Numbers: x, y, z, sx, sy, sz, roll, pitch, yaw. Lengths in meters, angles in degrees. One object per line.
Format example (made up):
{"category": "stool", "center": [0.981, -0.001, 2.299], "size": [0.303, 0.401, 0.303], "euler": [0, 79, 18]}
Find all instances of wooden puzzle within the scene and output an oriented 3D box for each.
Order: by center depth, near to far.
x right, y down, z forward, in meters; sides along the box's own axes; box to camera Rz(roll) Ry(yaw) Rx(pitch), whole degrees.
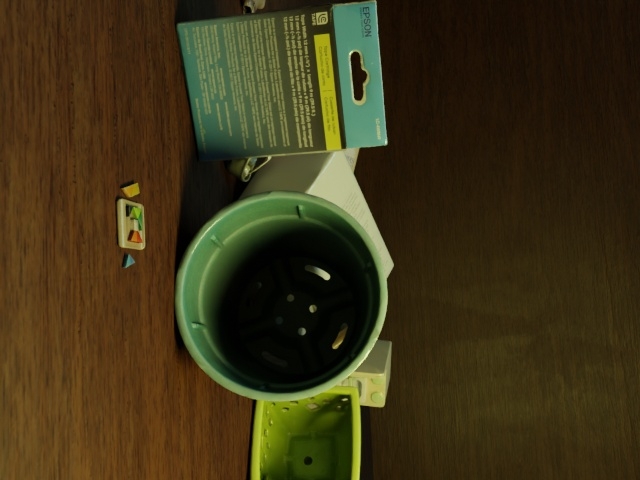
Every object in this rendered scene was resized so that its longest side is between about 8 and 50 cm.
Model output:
{"category": "wooden puzzle", "center": [-0.262, -0.023, 1.010], "size": [0.078, 0.014, 0.116], "euler": [-21, 107, -79]}

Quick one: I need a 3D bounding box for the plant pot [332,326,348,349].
{"category": "plant pot", "center": [0.033, 0.268, 1.680], "size": [0.032, 0.236, 0.236], "euler": [49, -4, 21]}

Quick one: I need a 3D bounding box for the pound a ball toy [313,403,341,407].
{"category": "pound a ball toy", "center": [0.056, 0.543, 2.244], "size": [0.319, 0.136, 0.208], "euler": [-77, 161, -57]}

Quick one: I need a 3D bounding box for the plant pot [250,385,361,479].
{"category": "plant pot", "center": [-0.025, 0.460, 1.592], "size": [0.207, 0.228, 0.227], "euler": [84, 7, -58]}

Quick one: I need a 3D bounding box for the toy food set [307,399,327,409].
{"category": "toy food set", "center": [0.021, 0.424, 2.141], "size": [0.192, 0.133, 0.038], "euler": [-84, -165, -45]}

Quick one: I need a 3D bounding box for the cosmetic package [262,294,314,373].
{"category": "cosmetic package", "center": [-0.088, 0.222, 1.581], "size": [0.237, 0.127, 0.107], "euler": [-86, 168, -45]}

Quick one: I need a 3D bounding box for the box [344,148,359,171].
{"category": "box", "center": [0.011, -0.232, 1.955], "size": [0.148, 0.121, 0.310], "euler": [13, 89, -44]}

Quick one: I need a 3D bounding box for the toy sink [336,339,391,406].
{"category": "toy sink", "center": [0.112, 0.377, 2.022], "size": [0.234, 0.153, 0.131], "euler": [-57, 149, -73]}

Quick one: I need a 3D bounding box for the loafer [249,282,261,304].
{"category": "loafer", "center": [-0.136, 0.107, 1.565], "size": [0.050, 0.056, 0.147], "euler": [12, 57, -58]}

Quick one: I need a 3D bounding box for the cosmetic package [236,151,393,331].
{"category": "cosmetic package", "center": [0.000, 0.000, 1.669], "size": [0.230, 0.162, 0.453], "euler": [-59, 144, -26]}

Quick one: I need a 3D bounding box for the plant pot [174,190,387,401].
{"category": "plant pot", "center": [-0.055, 0.117, 1.313], "size": [0.334, 0.342, 0.340], "euler": [74, 14, -78]}

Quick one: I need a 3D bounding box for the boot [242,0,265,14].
{"category": "boot", "center": [-0.163, -0.563, 1.731], "size": [0.118, 0.042, 0.086], "euler": [59, 35, -67]}

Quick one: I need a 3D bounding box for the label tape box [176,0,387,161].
{"category": "label tape box", "center": [-0.060, -0.284, 1.294], "size": [0.115, 0.348, 0.249], "euler": [-65, 150, -70]}

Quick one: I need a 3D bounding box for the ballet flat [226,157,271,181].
{"category": "ballet flat", "center": [-0.114, -0.200, 1.443], "size": [0.213, 0.068, 0.072], "euler": [-49, 177, 35]}
